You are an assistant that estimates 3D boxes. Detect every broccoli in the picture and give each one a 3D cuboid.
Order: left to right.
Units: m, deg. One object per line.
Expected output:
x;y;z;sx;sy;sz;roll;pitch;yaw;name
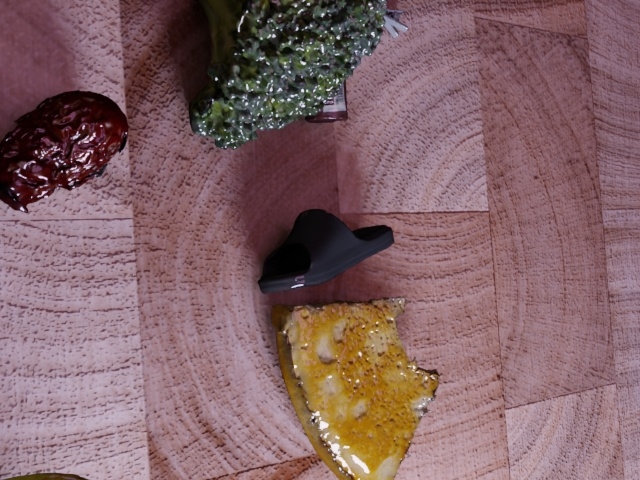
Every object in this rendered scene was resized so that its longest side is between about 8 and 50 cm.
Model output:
-0.064;-0.269;1.138;0.288;0.248;0.245;-27;59;-14;broccoli

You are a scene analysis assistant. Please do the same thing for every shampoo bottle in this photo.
-0.004;-0.283;1.253;0.068;0.067;0.236;-10;96;-58;shampoo bottle

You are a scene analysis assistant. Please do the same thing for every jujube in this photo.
-0.291;-0.106;0.987;0.166;0.104;0.104;-37;109;-34;jujube

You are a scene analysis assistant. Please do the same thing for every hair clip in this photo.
0.086;-0.357;1.368;0.115;0.030;0.039;28;49;-36;hair clip

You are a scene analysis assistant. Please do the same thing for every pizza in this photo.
0.051;0.190;1.247;0.223;0.089;0.323;-35;110;-30;pizza

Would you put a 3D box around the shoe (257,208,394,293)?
0.000;0.000;1.215;0.241;0.108;0.093;-23;99;-45;shoe

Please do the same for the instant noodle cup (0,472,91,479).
-0.294;0.395;0.824;0.311;0.311;0.221;-30;114;-37;instant noodle cup
